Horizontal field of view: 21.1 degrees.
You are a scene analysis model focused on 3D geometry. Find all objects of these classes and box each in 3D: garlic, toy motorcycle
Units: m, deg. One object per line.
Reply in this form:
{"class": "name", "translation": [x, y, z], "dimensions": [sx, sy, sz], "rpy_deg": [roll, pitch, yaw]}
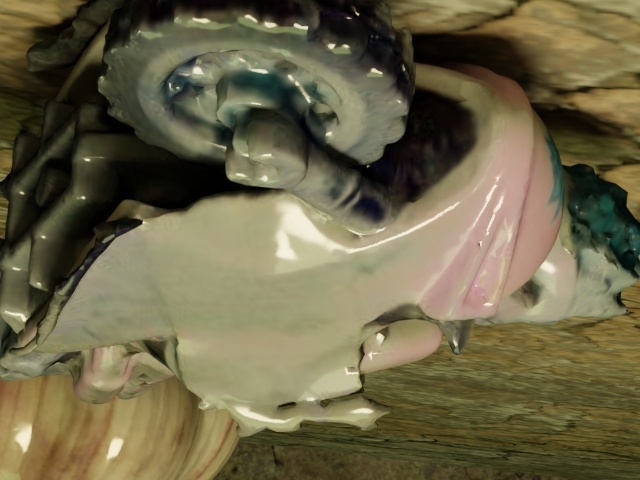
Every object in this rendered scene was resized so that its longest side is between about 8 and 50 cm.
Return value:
{"class": "garlic", "translation": [-0.167, 0.139, 0.972], "dimensions": [0.245, 0.253, 0.245], "rpy_deg": [3, 161, 1]}
{"class": "toy motorcycle", "translation": [0.000, 0.006, 0.508], "dimensions": [0.204, 0.108, 0.239], "rpy_deg": [12, 169, -26]}
